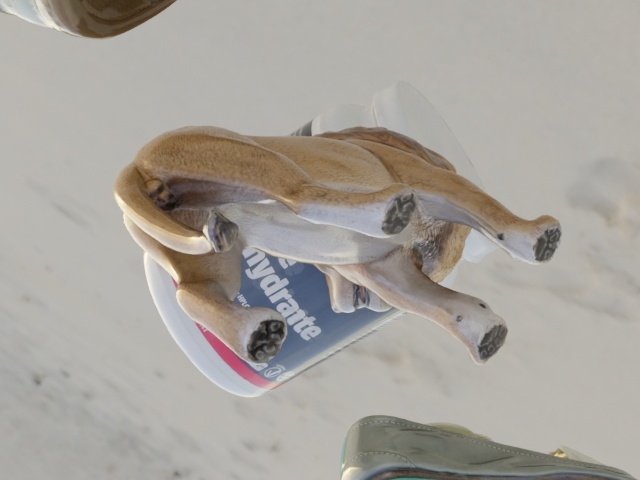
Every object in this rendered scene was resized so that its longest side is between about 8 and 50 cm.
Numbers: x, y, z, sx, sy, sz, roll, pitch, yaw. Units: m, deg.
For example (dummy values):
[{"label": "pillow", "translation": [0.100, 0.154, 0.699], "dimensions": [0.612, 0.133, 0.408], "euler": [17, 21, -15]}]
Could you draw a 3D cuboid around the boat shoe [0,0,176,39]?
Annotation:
[{"label": "boat shoe", "translation": [-0.092, -0.211, 0.938], "dimensions": [0.089, 0.285, 0.104], "euler": [11, 120, 39]}]

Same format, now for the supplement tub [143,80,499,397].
[{"label": "supplement tub", "translation": [0.000, 0.000, 1.281], "dimensions": [0.191, 0.272, 0.191], "euler": [51, -161, -25]}]

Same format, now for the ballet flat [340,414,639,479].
[{"label": "ballet flat", "translation": [0.113, 0.133, 0.786], "dimensions": [0.213, 0.072, 0.068], "euler": [13, -148, -14]}]

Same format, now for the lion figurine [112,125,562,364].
[{"label": "lion figurine", "translation": [-0.012, -0.018, 0.923], "dimensions": [0.240, 0.142, 0.392], "euler": [30, -173, 36]}]
